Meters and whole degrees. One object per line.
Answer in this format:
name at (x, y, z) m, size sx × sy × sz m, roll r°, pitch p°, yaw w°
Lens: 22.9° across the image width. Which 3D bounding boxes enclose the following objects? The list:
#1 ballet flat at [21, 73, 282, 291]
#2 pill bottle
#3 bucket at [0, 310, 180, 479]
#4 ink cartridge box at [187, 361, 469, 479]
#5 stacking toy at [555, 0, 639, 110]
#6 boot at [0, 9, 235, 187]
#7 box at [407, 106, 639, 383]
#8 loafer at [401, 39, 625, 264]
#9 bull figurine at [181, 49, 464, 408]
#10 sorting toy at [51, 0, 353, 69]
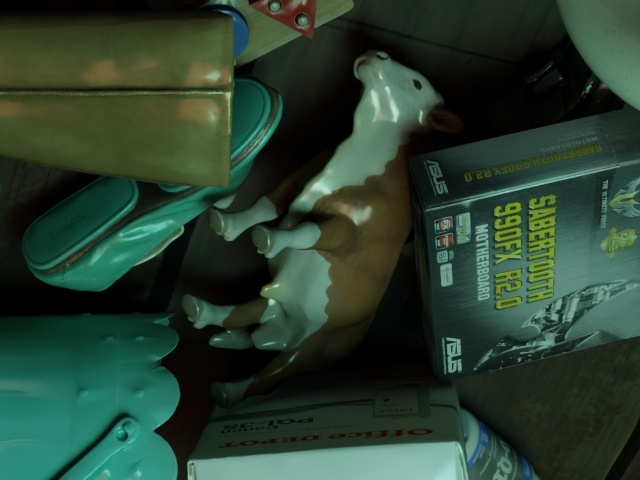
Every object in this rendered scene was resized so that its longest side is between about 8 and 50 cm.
ballet flat at (-0.119, -0.041, 1.232) m, size 0.247 × 0.083 × 0.087 m, roll -34°, pitch 150°, yaw 14°
pill bottle at (0.151, 0.219, 1.470) m, size 0.078 × 0.078 × 0.137 m, roll -38°, pitch 125°, yaw 17°
bucket at (-0.216, 0.185, 1.262) m, size 0.183 × 0.281 × 0.281 m, roll 3°, pitch 126°, yaw -9°
ink cartridge box at (0.015, 0.186, 1.264) m, size 0.207 × 0.283 × 0.117 m, roll -5°, pitch 97°, yaw 3°
stacking toy at (0.424, -0.195, 1.123) m, size 0.480 × 0.350 × 0.350 m, roll 17°, pitch 123°, yaw -42°
boot at (-0.192, -0.151, 1.089) m, size 0.269 × 0.089 × 0.236 m, roll 3°, pitch 126°, yaw -2°
box at (0.166, 0.009, 1.220) m, size 0.183 × 0.056 × 0.231 m, roll -12°, pitch 142°, yaw -3°
loafer at (0.152, -0.068, 1.250) m, size 0.084 × 0.096 × 0.267 m, roll 21°, pitch 122°, yaw -18°
bull figurine at (0.000, 0.000, 1.236) m, size 0.188 × 0.101 × 0.310 m, roll -19°, pitch 139°, yaw -32°
sorting toy at (-0.050, -0.189, 1.145) m, size 0.274 × 0.046 × 0.132 m, roll -26°, pitch 127°, yaw 8°
